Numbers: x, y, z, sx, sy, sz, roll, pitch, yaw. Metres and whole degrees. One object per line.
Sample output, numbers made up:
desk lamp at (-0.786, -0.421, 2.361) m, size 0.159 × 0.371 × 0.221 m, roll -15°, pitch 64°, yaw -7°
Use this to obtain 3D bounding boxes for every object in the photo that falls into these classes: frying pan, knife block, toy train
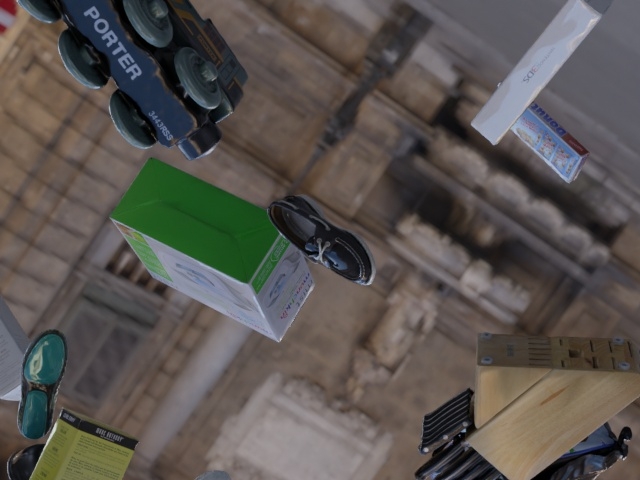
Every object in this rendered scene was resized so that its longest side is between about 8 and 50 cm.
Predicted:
frying pan at (-0.415, 0.360, 1.810) m, size 0.197 × 0.053 × 0.326 m, roll 43°, pitch -167°, yaw 33°
knife block at (0.254, 0.239, 1.516) m, size 0.275 × 0.242 × 0.088 m, roll 1°, pitch -156°, yaw 7°
toy train at (-0.214, -0.249, 1.406) m, size 0.334 × 0.142 × 0.190 m, roll 54°, pitch -156°, yaw -16°

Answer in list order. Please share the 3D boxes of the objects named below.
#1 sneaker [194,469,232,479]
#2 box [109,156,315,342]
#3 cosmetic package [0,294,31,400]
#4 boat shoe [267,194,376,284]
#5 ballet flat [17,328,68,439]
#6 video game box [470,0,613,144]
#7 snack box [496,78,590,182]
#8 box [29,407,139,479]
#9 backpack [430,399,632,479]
sneaker at (-0.198, 0.496, 2.038) m, size 0.090 × 0.232 × 0.115 m, roll 22°, pitch -175°, yaw -26°
box at (-0.162, 0.014, 1.929) m, size 0.261 × 0.127 × 0.231 m, roll 25°, pitch 160°, yaw 21°
cosmetic package at (-0.591, 0.172, 2.228) m, size 0.231 × 0.085 × 0.117 m, roll 54°, pitch 176°, yaw 11°
boat shoe at (0.000, 0.000, 1.116) m, size 0.038 × 0.046 × 0.125 m, roll -10°, pitch -136°, yaw -43°
ballet flat at (-0.431, 0.214, 1.902) m, size 0.070 × 0.189 × 0.070 m, roll 17°, pitch -164°, yaw -5°
video game box at (0.277, -0.228, 1.477) m, size 0.048 × 0.205 × 0.187 m, roll 38°, pitch -147°, yaw 1°
snack box at (0.332, -0.169, 1.883) m, size 0.178 × 0.022 × 0.064 m, roll 47°, pitch 148°, yaw 21°
box at (-0.301, 0.317, 1.417) m, size 0.087 × 0.232 × 0.058 m, roll 28°, pitch 171°, yaw -36°
backpack at (0.311, 0.348, 1.953) m, size 0.263 × 0.277 × 0.213 m, roll -12°, pitch -129°, yaw -33°
